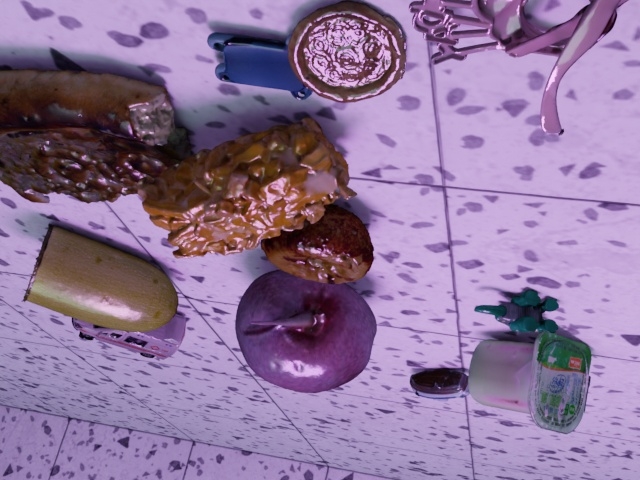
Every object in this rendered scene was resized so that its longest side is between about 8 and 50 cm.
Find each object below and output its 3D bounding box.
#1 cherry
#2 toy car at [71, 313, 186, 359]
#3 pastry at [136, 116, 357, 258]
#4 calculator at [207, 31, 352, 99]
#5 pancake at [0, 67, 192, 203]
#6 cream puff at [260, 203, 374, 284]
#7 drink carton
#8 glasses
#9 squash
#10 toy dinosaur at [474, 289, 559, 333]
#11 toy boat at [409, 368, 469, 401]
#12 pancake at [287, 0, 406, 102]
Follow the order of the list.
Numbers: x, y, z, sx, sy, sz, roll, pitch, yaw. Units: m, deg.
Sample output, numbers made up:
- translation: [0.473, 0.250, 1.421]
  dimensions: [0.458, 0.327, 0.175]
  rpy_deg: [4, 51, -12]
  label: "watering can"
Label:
- translation: [-0.025, 0.137, 1.250]
  dimensions: [0.213, 0.183, 0.266]
  rpy_deg: [24, 171, -2]
  label: "cherry"
- translation: [-0.366, 0.159, 1.586]
  dimensions: [0.210, 0.089, 0.108]
  rpy_deg: [22, 154, -23]
  label: "toy car"
- translation: [-0.071, -0.053, 0.921]
  dimensions: [0.250, 0.102, 0.154]
  rpy_deg: [-15, 149, 22]
  label: "pastry"
- translation: [-0.036, -0.167, 0.788]
  dimensions: [0.141, 0.019, 0.094]
  rpy_deg: [9, 156, 6]
  label: "calculator"
- translation: [-0.331, -0.106, 1.019]
  dimensions: [0.427, 0.066, 0.305]
  rpy_deg: [0, 155, 23]
  label: "pancake"
- translation: [0.000, 0.000, 1.055]
  dimensions: [0.149, 0.084, 0.149]
  rpy_deg: [12, 160, 5]
  label: "cream puff"
- translation: [0.321, 0.219, 1.300]
  dimensions: [0.146, 0.144, 0.142]
  rpy_deg: [21, 165, -39]
  label: "drink carton"
- translation: [0.156, -0.174, 0.585]
  dimensions: [0.162, 0.095, 0.255]
  rpy_deg: [24, 151, -12]
  label: "glasses"
- translation: [-0.345, 0.074, 1.348]
  dimensions: [0.247, 0.132, 0.132]
  rpy_deg: [20, 155, -20]
  label: "squash"
- translation: [0.283, 0.109, 1.186]
  dimensions: [0.133, 0.059, 0.096]
  rpy_deg: [13, 163, -19]
  label: "toy dinosaur"
- translation: [0.229, 0.279, 1.570]
  dimensions: [0.140, 0.059, 0.066]
  rpy_deg: [-6, 132, 42]
  label: "toy boat"
- translation: [0.025, -0.166, 0.740]
  dimensions: [0.115, 0.011, 0.115]
  rpy_deg: [3, 144, 2]
  label: "pancake"
